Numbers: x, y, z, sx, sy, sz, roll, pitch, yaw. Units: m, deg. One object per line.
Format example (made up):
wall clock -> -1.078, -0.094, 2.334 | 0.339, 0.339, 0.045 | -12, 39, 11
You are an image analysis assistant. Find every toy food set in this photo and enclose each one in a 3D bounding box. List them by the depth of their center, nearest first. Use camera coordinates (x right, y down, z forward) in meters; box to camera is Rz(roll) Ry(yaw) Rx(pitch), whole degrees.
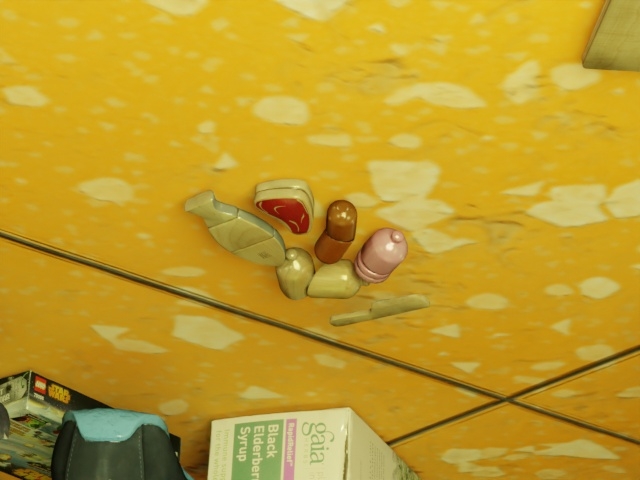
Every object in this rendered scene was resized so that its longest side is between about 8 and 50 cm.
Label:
toy food set -> 0.000, 0.000, 0.890 | 0.078, 0.019, 0.122 | -14, 143, 29

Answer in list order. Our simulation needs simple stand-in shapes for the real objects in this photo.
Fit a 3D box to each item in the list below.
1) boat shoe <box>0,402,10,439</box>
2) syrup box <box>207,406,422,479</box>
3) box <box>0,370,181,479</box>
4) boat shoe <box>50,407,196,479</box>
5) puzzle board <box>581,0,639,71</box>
boat shoe -> -0.330, 0.110, 0.991 | 0.341, 0.127, 0.158 | -11, 135, 24
syrup box -> 0.012, 0.192, 1.200 | 0.096, 0.093, 0.237 | -8, 153, 20
box -> -0.164, 0.121, 1.142 | 0.094, 0.027, 0.137 | -17, 149, 32
boat shoe -> -0.122, 0.180, 1.125 | 0.109, 0.089, 0.258 | -3, 155, 11
puzzle board -> 0.156, -0.096, 0.683 | 0.096, 0.011, 0.128 | 3, 155, -5
